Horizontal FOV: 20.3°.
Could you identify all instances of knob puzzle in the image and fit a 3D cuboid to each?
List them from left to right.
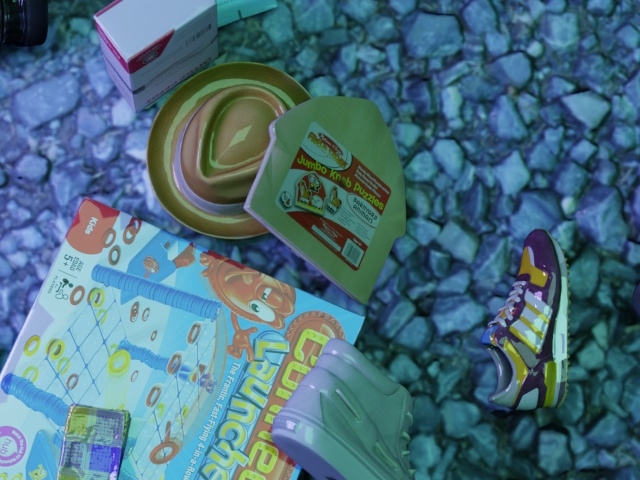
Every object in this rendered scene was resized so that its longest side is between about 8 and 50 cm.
[{"bbox_3d":[0.013,-0.060,1.802,0.213,0.030,0.213,9,75,-38],"label":"knob puzzle"}]

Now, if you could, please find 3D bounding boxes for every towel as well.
[{"bbox_3d":[-0.214,0.196,1.681,0.060,0.009,0.083,11,77,-4],"label":"towel"}]

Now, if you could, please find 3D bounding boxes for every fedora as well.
[{"bbox_3d":[-0.084,-0.098,1.809,0.194,0.079,0.194,1,79,-4],"label":"fedora"}]

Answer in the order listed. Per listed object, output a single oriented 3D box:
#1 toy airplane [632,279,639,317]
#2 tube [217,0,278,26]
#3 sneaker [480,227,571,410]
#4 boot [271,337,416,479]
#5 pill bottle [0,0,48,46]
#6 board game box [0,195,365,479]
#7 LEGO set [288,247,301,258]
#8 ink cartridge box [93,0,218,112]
[{"bbox_3d":[0.526,0.061,1.716,0.384,0.272,0.386,5,52,-26],"label":"toy airplane"},{"bbox_3d":[-0.118,-0.326,1.871,0.080,0.052,0.207,-21,84,-1],"label":"tube"},{"bbox_3d":[0.204,0.078,1.803,0.084,0.069,0.185,1,77,-10],"label":"sneaker"},{"bbox_3d":[0.068,0.204,1.711,0.258,0.095,0.123,48,64,-33],"label":"boot"},{"bbox_3d":[-0.388,-0.231,1.779,0.219,0.123,0.123,-7,79,-20],"label":"pill bottle"},{"bbox_3d":[-0.154,0.157,1.745,0.302,0.086,0.308,23,77,0],"label":"board game box"},{"bbox_3d":[0.001,0.003,1.828,0.083,0.023,0.054,20,79,-14],"label":"LEGO set"},{"bbox_3d":[-0.162,-0.203,1.788,0.109,0.150,0.063,-36,80,-11],"label":"ink cartridge box"}]
